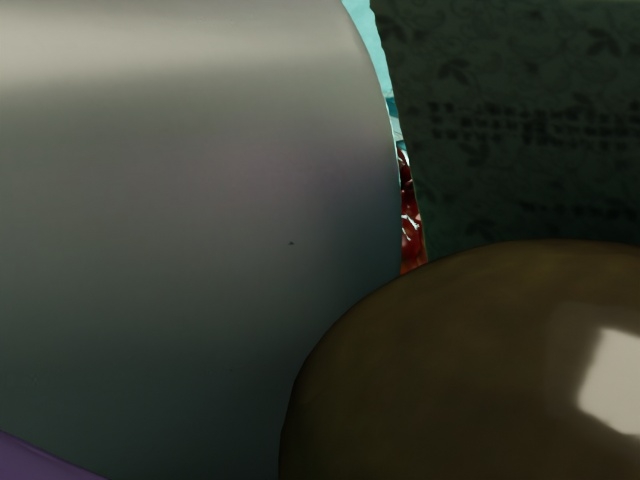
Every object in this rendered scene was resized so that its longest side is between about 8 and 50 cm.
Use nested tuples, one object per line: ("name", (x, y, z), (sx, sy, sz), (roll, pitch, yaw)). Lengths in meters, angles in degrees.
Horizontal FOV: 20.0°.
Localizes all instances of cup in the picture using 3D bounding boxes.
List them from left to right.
("cup", (-0.171, -0.005, 0.731), (0.372, 0.253, 0.253), (-4, 25, -36))

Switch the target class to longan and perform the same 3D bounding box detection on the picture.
("longan", (0.115, 0.125, 0.669), (0.300, 0.243, 0.300), (54, -3, 4))

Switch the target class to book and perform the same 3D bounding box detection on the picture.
("book", (0.176, 0.043, 0.754), (0.264, 0.379, 0.031), (4, 45, 20))

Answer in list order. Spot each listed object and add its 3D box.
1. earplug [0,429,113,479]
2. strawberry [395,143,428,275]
("earplug", (0.066, 0.203, 0.391), (0.456, 0.215, 0.215), (22, 11, -13))
("strawberry", (0.000, 0.000, 1.266), (0.244, 0.205, 0.205), (39, 7, -15))
